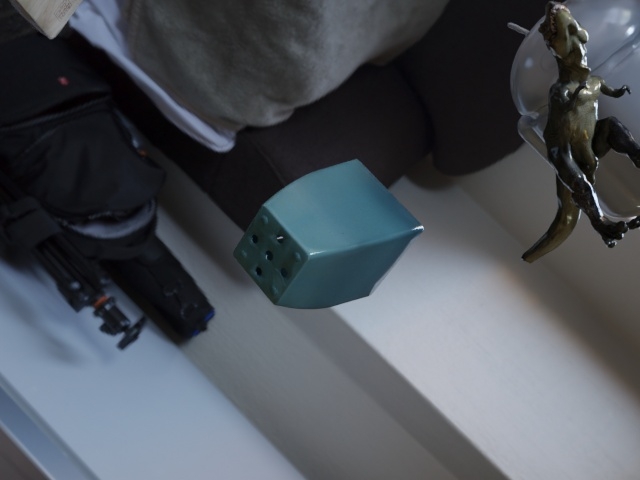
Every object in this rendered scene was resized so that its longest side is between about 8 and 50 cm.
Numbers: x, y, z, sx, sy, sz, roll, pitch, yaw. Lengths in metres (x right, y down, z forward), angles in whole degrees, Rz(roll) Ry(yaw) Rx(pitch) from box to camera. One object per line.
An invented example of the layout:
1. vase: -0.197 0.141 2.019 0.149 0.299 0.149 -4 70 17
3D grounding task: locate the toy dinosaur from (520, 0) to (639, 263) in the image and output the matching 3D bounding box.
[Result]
1. toy dinosaur: 0.227 -0.065 0.569 0.064 0.118 0.268 -21 128 -18

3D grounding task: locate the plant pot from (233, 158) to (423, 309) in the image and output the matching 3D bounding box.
1. plant pot: 0.000 0.000 1.012 0.234 0.165 0.166 -16 148 -52

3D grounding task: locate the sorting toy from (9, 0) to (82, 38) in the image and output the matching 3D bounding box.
1. sorting toy: -0.243 -0.352 0.616 0.257 0.089 0.255 -56 -177 -5

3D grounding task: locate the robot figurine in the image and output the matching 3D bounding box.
1. robot figurine: 0.386 -0.171 0.867 0.200 0.353 0.300 -43 -175 -33
